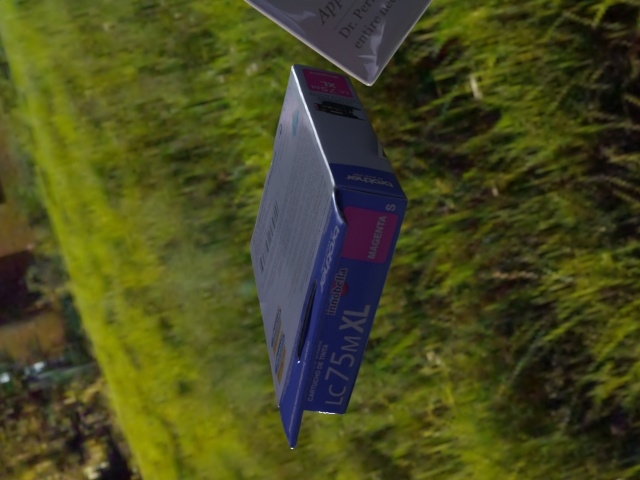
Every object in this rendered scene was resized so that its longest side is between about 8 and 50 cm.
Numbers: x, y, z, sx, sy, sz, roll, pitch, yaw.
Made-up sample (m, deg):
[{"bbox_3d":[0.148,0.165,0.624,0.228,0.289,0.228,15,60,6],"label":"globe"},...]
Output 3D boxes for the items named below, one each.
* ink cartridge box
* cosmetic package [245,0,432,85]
[{"bbox_3d":[0.000,0.000,0.873,0.311,0.065,0.186,-102,24,-63],"label":"ink cartridge box"},{"bbox_3d":[-0.025,-0.420,1.138,0.393,0.329,0.327,35,-168,-13],"label":"cosmetic package"}]
